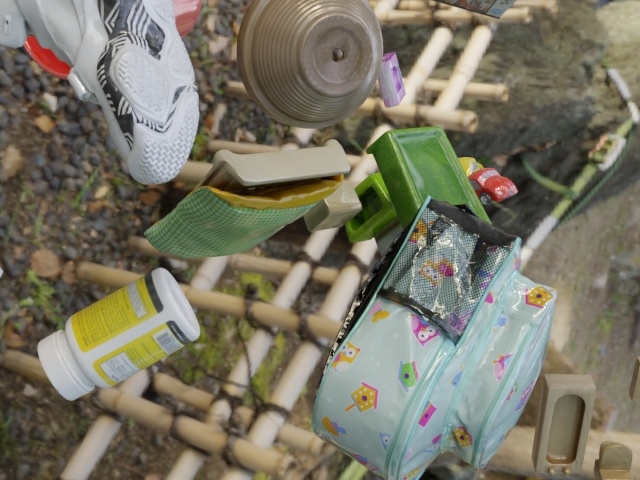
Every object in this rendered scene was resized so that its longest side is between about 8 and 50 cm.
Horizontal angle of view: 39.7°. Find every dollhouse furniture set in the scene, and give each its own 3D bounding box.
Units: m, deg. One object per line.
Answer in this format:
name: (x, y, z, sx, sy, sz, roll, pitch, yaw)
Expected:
dollhouse furniture set: (0.000, 0.000, 0.941, 0.301, 0.197, 0.151, -10, 71, -37)
dollhouse furniture set: (0.308, 0.208, 0.896, 0.123, 0.151, 0.144, -86, 178, -63)

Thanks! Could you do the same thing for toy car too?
toy car: (0.198, -0.087, 1.515, 0.239, 0.224, 0.053, -110, -177, -76)

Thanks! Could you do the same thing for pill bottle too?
pill bottle: (-0.291, 0.138, 1.278, 0.208, 0.119, 0.119, -29, 135, -1)

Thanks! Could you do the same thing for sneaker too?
sneaker: (-0.285, -0.234, 1.101, 0.137, 0.210, 0.366, -13, 90, -60)

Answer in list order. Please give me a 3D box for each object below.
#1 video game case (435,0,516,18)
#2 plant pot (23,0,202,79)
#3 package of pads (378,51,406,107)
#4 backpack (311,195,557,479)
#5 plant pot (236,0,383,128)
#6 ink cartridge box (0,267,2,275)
video game case: (0.309, -0.570, 1.890, 0.248, 0.274, 0.035, 143, -41, -74)
plant pot: (-0.350, -0.423, 1.494, 0.243, 0.274, 0.275, -24, 121, -48)
package of pads: (0.119, -0.273, 1.506, 0.050, 0.031, 0.083, -59, 138, -53)
backpack: (0.083, 0.090, 0.650, 0.188, 0.144, 0.166, -49, 158, -16)
plant pot: (0.002, -0.280, 1.330, 0.237, 0.109, 0.238, -7, 108, -23)
ink cartridge box: (-0.638, 0.098, 1.481, 0.072, 0.175, 0.127, 56, 18, -29)
